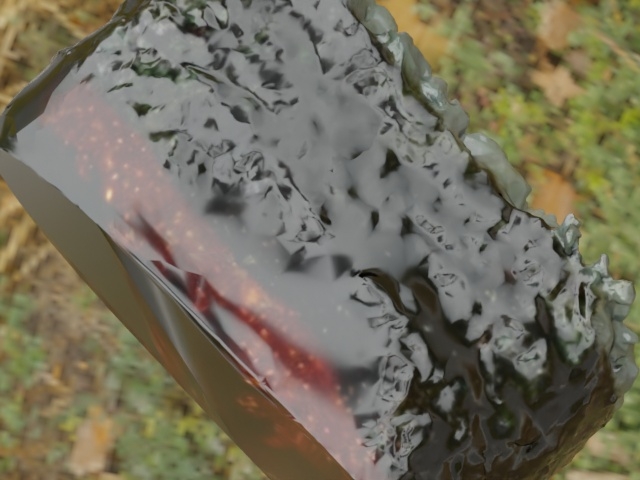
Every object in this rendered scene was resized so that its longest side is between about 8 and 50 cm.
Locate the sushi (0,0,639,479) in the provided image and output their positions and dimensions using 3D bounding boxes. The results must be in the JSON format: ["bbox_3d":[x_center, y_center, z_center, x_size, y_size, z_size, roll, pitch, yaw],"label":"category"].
[{"bbox_3d":[0.000,0.000,0.672,0.126,0.136,0.225,-41,77,-15],"label":"sushi"}]
